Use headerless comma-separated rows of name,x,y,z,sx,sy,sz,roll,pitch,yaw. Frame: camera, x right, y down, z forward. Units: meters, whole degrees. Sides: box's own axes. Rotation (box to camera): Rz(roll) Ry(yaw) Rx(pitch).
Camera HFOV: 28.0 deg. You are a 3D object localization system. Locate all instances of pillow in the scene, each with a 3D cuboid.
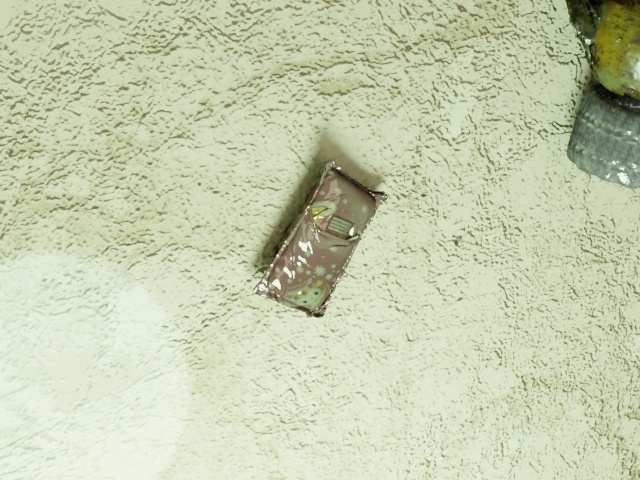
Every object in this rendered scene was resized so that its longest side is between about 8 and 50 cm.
pillow,0.000,0.000,1.515,0.118,0.043,0.185,23,103,-40

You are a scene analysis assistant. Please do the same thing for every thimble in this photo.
thimble,0.387,-0.128,1.598,0.150,0.150,0.098,2,115,-28

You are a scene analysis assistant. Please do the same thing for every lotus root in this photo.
lotus root,0.477,-0.237,1.543,0.397,0.196,0.179,8,101,-10
